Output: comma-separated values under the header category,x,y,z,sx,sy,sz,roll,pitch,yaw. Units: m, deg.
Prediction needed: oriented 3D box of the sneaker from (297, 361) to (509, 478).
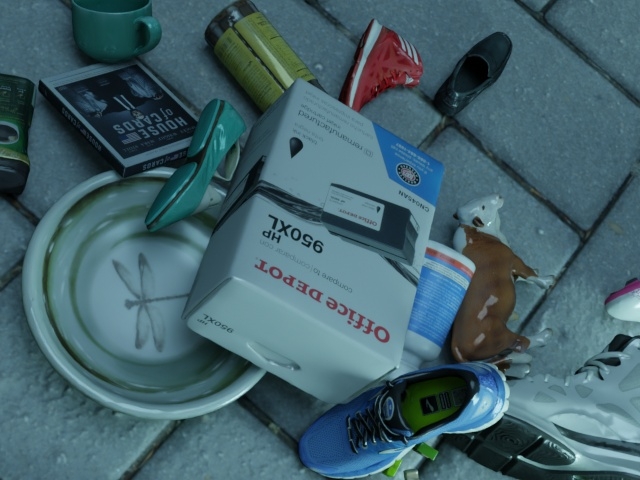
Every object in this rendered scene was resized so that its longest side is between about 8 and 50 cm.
category,x,y,z,sx,sy,sz,roll,pitch,yaw
sneaker,0.104,0.252,1.707,0.330,0.147,0.130,-26,66,18

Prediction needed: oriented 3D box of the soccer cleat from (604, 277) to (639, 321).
category,x,y,z,sx,sy,sz,roll,pitch,yaw
soccer cleat,0.658,0.116,2.049,0.331,0.116,0.143,-10,70,-23

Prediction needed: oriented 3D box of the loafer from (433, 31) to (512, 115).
category,x,y,z,sx,sy,sz,roll,pitch,yaw
loafer,0.290,-0.313,2.136,0.076,0.078,0.223,42,60,2

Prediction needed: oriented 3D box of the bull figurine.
category,x,y,z,sx,sy,sz,roll,pitch,yaw
bull figurine,0.292,0.079,1.945,0.188,0.101,0.311,19,66,-18

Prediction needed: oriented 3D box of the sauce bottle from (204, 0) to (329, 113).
category,x,y,z,sx,sy,sz,roll,pitch,yaw
sauce bottle,-0.056,-0.246,1.967,0.111,0.111,0.344,-33,82,-29

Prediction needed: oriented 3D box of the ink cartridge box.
category,x,y,z,sx,sy,sz,roll,pitch,yaw
ink cartridge box,0.000,0.000,1.738,0.285,0.166,0.395,29,51,-16

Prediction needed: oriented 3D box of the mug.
category,x,y,z,sx,sy,sz,roll,pitch,yaw
mug,-0.335,-0.342,1.895,0.129,0.097,0.158,-7,34,-18

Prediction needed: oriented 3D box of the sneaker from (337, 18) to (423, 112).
category,x,y,z,sx,sy,sz,roll,pitch,yaw
sneaker,0.115,-0.286,2.059,0.128,0.087,0.221,23,62,-7

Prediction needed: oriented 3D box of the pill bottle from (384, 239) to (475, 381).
category,x,y,z,sx,sy,sz,roll,pitch,yaw
pill bottle,0.148,0.116,1.843,0.124,0.124,0.222,25,80,-7

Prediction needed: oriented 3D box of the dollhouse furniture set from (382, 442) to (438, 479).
category,x,y,z,sx,sy,sz,roll,pitch,yaw
dollhouse furniture set,0.119,0.376,1.795,0.076,0.058,0.152,32,79,-12

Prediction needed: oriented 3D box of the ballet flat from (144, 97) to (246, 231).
category,x,y,z,sx,sy,sz,roll,pitch,yaw
ballet flat,-0.175,-0.100,1.763,0.087,0.083,0.247,37,62,-24

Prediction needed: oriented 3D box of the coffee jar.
category,x,y,z,sx,sy,sz,roll,pitch,yaw
coffee jar,-0.491,-0.161,1.791,0.096,0.079,0.184,8,63,-19

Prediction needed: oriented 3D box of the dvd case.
category,x,y,z,sx,sy,sz,roll,pitch,yaw
dvd case,-0.305,-0.200,1.844,0.179,0.030,0.238,-24,55,-38

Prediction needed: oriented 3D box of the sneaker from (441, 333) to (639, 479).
category,x,y,z,sx,sy,sz,roll,pitch,yaw
sneaker,0.392,0.253,1.869,0.447,0.169,0.258,21,57,-4

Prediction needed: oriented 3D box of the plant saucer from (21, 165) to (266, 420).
category,x,y,z,sx,sy,sz,roll,pitch,yaw
plant saucer,-0.247,0.084,1.753,0.400,0.100,0.401,8,64,-16
